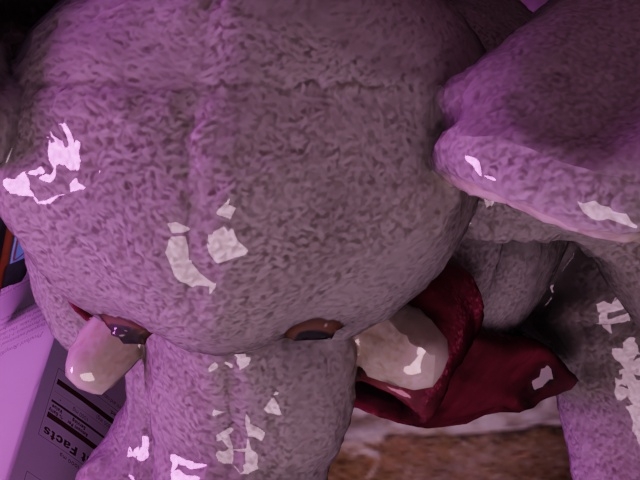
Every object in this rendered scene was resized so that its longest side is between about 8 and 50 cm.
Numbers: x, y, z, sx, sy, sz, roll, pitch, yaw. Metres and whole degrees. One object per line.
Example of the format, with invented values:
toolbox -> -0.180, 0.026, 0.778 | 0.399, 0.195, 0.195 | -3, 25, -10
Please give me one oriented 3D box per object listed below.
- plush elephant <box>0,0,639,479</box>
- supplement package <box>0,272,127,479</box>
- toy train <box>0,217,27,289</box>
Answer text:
plush elephant -> 0.000, 0.000, 0.440 | 0.272, 0.255, 0.330 | 6, 106, 19
supplement package -> -0.142, 0.135, 0.712 | 0.194, 0.203, 0.149 | -27, 124, 30
toy train -> -0.142, -0.032, 0.624 | 0.080, 0.105, 0.184 | 51, 146, 21
